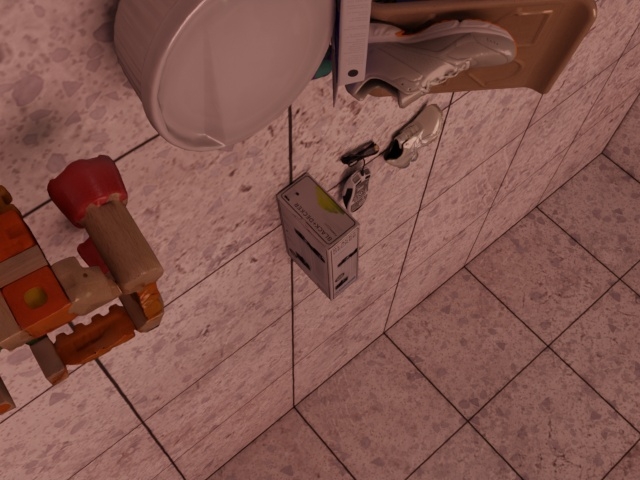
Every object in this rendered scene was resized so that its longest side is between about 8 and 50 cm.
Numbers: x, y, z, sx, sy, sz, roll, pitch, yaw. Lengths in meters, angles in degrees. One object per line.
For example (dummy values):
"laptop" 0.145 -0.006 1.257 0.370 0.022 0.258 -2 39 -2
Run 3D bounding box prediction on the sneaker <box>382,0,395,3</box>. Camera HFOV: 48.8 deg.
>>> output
"sneaker" 0.170 -0.395 1.224 0.188 0.071 0.066 -33 157 -27

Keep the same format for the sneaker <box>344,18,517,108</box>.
"sneaker" 0.158 -0.255 1.054 0.263 0.121 0.099 0 170 9

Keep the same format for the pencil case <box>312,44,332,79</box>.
"pencil case" -0.049 -0.264 1.081 0.152 0.064 0.070 -29 -167 -36

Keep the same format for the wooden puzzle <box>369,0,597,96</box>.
"wooden puzzle" 0.235 -0.333 1.168 0.348 0.080 0.322 1 169 4

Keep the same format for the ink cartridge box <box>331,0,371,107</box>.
"ink cartridge box" 0.038 -0.326 0.964 0.045 0.206 0.208 0 151 -3

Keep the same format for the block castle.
"block castle" -0.426 0.083 0.860 0.453 0.212 0.303 -30 168 -18

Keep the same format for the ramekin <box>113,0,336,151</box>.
"ramekin" -0.122 -0.249 0.851 0.273 0.127 0.273 -37 158 -18

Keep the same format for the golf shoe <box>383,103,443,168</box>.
"golf shoe" 0.212 -0.238 1.618 0.086 0.069 0.176 -4 135 -51

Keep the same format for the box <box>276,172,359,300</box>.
"box" 0.000 0.000 1.532 0.087 0.169 0.290 -39 158 -14

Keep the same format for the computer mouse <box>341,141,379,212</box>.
"computer mouse" 0.079 -0.139 1.595 0.106 0.042 0.193 -36 153 -32
